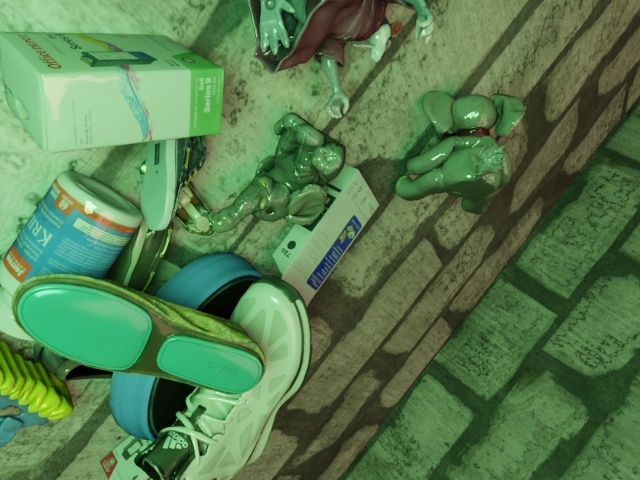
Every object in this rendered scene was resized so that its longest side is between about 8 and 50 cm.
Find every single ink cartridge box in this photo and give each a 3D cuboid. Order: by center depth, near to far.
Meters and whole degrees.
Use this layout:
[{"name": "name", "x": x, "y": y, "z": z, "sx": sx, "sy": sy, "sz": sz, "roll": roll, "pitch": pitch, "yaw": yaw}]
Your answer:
[{"name": "ink cartridge box", "x": -0.249, "y": -0.186, "z": 0.587, "sx": 0.212, "sy": 0.154, "sz": 0.093, "roll": -20, "pitch": 134, "yaw": -38}, {"name": "ink cartridge box", "x": -0.390, "y": 0.482, "z": 1.069, "sx": 0.150, "sy": 0.109, "sz": 0.063, "roll": -40, "pitch": 141, "yaw": -18}, {"name": "ink cartridge box", "x": 0.000, "y": 0.000, "z": 1.107, "sx": 0.333, "sy": 0.065, "sz": 0.165, "roll": -55, "pitch": 147, "yaw": -9}]

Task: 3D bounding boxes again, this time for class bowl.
[{"name": "bowl", "x": -0.228, "y": 0.216, "z": 0.950, "sx": 0.391, "sy": 0.077, "sz": 0.391, "roll": -49, "pitch": 153, "yaw": -36}]

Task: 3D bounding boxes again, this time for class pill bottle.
[{"name": "pill bottle", "x": -0.362, "y": 0.025, "z": 0.674, "sx": 0.222, "sy": 0.124, "sz": 0.124, "roll": -55, "pitch": 146, "yaw": 3}]

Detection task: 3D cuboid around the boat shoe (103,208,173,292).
[{"name": "boat shoe", "x": -0.312, "y": 0.059, "z": 0.801, "sx": 0.068, "sy": 0.081, "sz": 0.228, "roll": 13, "pitch": 108, "yaw": -49}]

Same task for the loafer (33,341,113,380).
[{"name": "loafer", "x": -0.357, "y": 0.219, "z": 0.881, "sx": 0.109, "sy": 0.095, "sz": 0.302, "roll": -57, "pitch": 146, "yaw": 8}]

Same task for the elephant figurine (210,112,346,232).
[{"name": "elephant figurine", "x": -0.068, "y": -0.103, "z": 0.896, "sx": 0.186, "sy": 0.169, "sz": 0.239, "roll": 30, "pitch": 103, "yaw": -21}]

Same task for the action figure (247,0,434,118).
[{"name": "action figure", "x": 0.018, "y": -0.370, "z": 0.768, "sx": 0.248, "sy": 0.276, "sz": 0.370, "roll": -31, "pitch": 178, "yaw": 32}]

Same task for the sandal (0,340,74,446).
[{"name": "sandal", "x": -0.498, "y": 0.217, "z": 0.698, "sx": 0.138, "sy": 0.126, "sz": 0.317, "roll": -35, "pitch": 141, "yaw": -17}]

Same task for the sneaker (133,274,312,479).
[{"name": "sneaker", "x": -0.165, "y": 0.288, "z": 0.835, "sx": 0.257, "sy": 0.169, "sz": 0.448, "roll": -25, "pitch": 137, "yaw": -62}]

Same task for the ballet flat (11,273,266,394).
[{"name": "ballet flat", "x": -0.240, "y": 0.128, "z": 0.683, "sx": 0.348, "sy": 0.123, "sz": 0.123, "roll": 26, "pitch": 102, "yaw": -26}]

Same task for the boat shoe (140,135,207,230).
[{"name": "boat shoe", "x": -0.215, "y": -0.103, "z": 0.729, "sx": 0.083, "sy": 0.065, "sz": 0.184, "roll": 9, "pitch": 82, "yaw": -55}]

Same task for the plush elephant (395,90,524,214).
[{"name": "plush elephant", "x": 0.358, "y": -0.243, "z": 1.203, "sx": 0.330, "sy": 0.271, "sz": 0.256, "roll": 123, "pitch": -25, "yaw": -73}]

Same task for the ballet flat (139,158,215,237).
[{"name": "ballet flat", "x": -0.226, "y": -0.065, "z": 0.805, "sx": 0.070, "sy": 0.070, "sz": 0.188, "roll": -46, "pitch": 145, "yaw": -9}]
